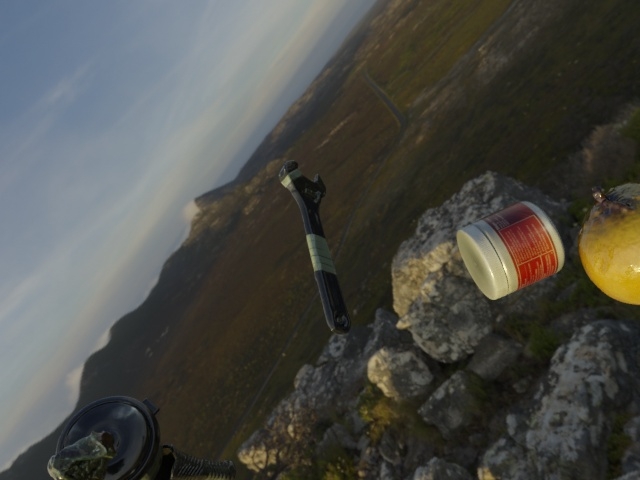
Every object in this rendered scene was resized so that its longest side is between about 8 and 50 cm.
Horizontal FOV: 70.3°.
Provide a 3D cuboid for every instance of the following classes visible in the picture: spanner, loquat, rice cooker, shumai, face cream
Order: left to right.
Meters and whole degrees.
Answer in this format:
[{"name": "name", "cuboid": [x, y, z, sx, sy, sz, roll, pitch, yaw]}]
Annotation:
[{"name": "shumai", "cuboid": [-0.458, 0.425, 0.897, 0.087, 0.099, 0.124, -53, -17, 2]}, {"name": "rice cooker", "cuboid": [-0.535, 0.543, 1.175, 0.280, 0.241, 0.227, -46, -17, -34]}, {"name": "spanner", "cuboid": [0.000, 0.000, 0.720, 0.024, 0.087, 0.316, -43, 51, 39]}, {"name": "face cream", "cuboid": [0.476, 0.023, 1.150, 0.187, 0.201, 0.201, -25, 17, 2]}, {"name": "loquat", "cuboid": [0.443, 0.010, 0.620, 0.149, 0.204, 0.172, -15, 31, 47]}]

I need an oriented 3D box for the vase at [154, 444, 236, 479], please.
[{"name": "vase", "cuboid": [-0.360, 0.670, 1.329, 0.115, 0.237, 0.116, -24, 51, 33]}]
